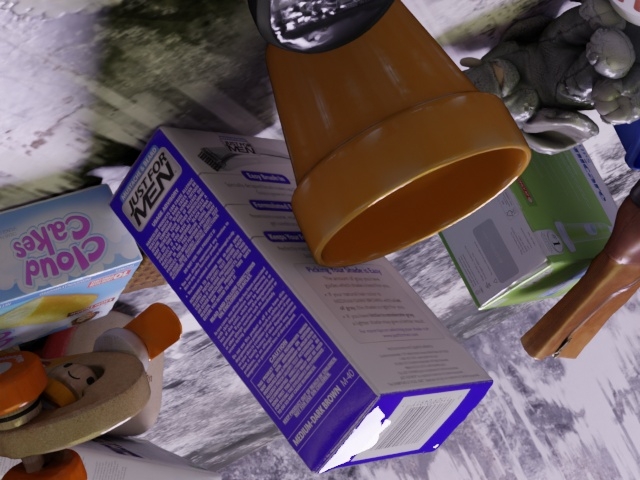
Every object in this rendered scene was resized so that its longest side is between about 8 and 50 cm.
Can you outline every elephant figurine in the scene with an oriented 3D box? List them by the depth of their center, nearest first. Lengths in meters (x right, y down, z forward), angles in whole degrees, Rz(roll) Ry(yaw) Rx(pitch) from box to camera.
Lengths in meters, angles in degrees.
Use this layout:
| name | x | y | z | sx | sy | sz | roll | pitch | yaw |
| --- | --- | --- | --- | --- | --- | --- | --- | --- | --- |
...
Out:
| name | x | y | z | sx | sy | sz | roll | pitch | yaw |
| --- | --- | --- | --- | --- | --- | --- | --- | --- | --- |
| elephant figurine | 0.224 | -0.167 | 1.474 | 0.239 | 0.186 | 0.169 | -24 | -147 | 36 |

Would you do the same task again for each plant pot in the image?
| name | x | y | z | sx | sy | sz | roll | pitch | yaw |
| --- | --- | --- | --- | --- | --- | --- | --- | --- | --- |
| plant pot | 0.048 | -0.107 | 1.240 | 0.205 | 0.188 | 0.205 | -25 | 165 | -7 |

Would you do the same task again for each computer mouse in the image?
| name | x | y | z | sx | sy | sz | roll | pitch | yaw |
| --- | --- | --- | --- | --- | --- | --- | --- | --- | --- |
| computer mouse | 0.004 | -0.235 | 0.973 | 0.188 | 0.072 | 0.272 | -20 | 152 | -15 |

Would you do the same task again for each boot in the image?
| name | x | y | z | sx | sy | sz | roll | pitch | yaw |
| --- | --- | --- | --- | --- | --- | --- | --- | --- | --- |
| boot | 0.395 | 0.044 | 1.762 | 0.264 | 0.096 | 0.280 | -1 | 129 | -57 |

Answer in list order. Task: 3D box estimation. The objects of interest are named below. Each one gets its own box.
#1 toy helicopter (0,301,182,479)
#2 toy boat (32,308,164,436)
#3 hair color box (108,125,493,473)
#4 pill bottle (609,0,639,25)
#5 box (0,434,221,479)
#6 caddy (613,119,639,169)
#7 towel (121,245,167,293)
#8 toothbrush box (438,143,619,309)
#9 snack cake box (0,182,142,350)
| name | x | y | z | sx | sy | sz | roll | pitch | yaw |
| --- | --- | --- | --- | --- | --- | --- | --- | --- | --- |
| toy helicopter | -0.287 | 0.140 | 1.500 | 0.235 | 0.140 | 0.355 | -29 | -160 | -27 |
| toy boat | -0.289 | 0.160 | 1.755 | 0.151 | 0.151 | 0.231 | 1 | 170 | 12 |
| hair color box | -0.022 | 0.046 | 1.308 | 0.185 | 0.339 | 0.110 | 2 | 133 | -52 |
| pill bottle | 0.303 | -0.267 | 1.259 | 0.121 | 0.121 | 0.216 | -26 | 166 | 0 |
| box | -0.309 | 0.253 | 1.689 | 0.322 | 0.058 | 0.232 | 17 | 175 | -28 |
| caddy | 0.455 | -0.192 | 1.667 | 0.241 | 0.179 | 0.341 | -25 | 166 | -3 |
| towel | -0.032 | -0.042 | 1.638 | 0.370 | 0.040 | 0.271 | -12 | 159 | -38 |
| toothbrush box | 0.262 | -0.037 | 1.818 | 0.122 | 0.206 | 0.283 | -36 | 163 | 32 |
| snack cake box | -0.316 | 0.046 | 1.345 | 0.264 | 0.089 | 0.152 | -18 | 163 | -28 |
